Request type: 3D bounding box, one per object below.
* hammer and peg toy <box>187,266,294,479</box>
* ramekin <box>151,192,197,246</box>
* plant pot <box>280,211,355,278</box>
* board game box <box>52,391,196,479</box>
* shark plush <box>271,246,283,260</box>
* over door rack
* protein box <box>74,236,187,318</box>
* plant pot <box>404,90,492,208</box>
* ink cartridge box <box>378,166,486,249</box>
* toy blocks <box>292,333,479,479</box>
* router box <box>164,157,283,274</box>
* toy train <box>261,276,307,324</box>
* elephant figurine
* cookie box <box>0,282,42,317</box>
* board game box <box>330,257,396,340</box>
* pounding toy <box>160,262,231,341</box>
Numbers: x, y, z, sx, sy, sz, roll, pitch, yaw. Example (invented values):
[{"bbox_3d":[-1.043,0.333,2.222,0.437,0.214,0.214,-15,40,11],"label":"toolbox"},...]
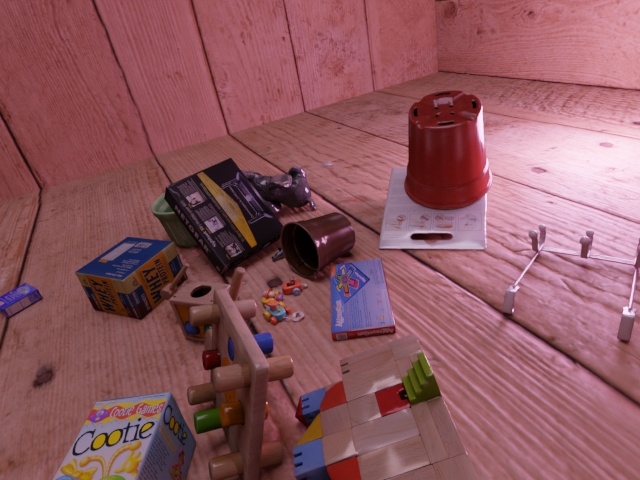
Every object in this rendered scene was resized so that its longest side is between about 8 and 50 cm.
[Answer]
[{"bbox_3d":[-0.177,0.223,0.818,0.128,0.265,0.361,-4,25,-27],"label":"hammer and peg toy"},{"bbox_3d":[-0.430,-0.108,1.582,0.304,0.148,0.303,-13,29,7],"label":"ramekin"},{"bbox_3d":[0.000,0.000,1.260,0.165,0.166,0.167,-26,32,-36],"label":"plant pot"},{"bbox_3d":[-0.316,0.397,0.681,0.142,0.144,0.275,-8,29,6],"label":"board game box"},{"bbox_3d":[-0.072,0.021,1.349,0.162,0.073,0.067,-15,60,-18],"label":"shark plush"},{"bbox_3d":[0.582,0.060,0.990,0.240,0.108,0.324,11,36,35],"label":"over door rack"},{"bbox_3d":[-0.545,0.102,1.287,0.200,0.135,0.201,5,33,26],"label":"protein box"},{"bbox_3d":[0.376,-0.283,1.325,0.273,0.265,0.272,-10,44,9],"label":"plant pot"},{"bbox_3d":[0.363,-0.092,1.397,0.309,0.091,0.384,0,48,19],"label":"ink cartridge box"},{"bbox_3d":[0.078,0.316,0.687,0.261,0.190,0.381,-22,28,5],"label":"toy blocks"},{"bbox_3d":[-0.297,-0.083,1.386,0.243,0.308,0.081,-33,-8,-33],"label":"router box"},{"bbox_3d":[-0.095,0.146,1.141,0.125,0.046,0.166,-12,29,0],"label":"toy train"},{"bbox_3d":[-0.166,-0.182,1.596,0.240,0.169,0.186,-9,7,-39],"label":"elephant figurine"},{"bbox_3d":[-0.950,0.186,1.381,0.092,0.040,0.107,12,36,35],"label":"cookie box"},{"bbox_3d":[0.098,0.138,1.106,0.145,0.027,0.281,-7,30,5],"label":"board game box"},{"bbox_3d":[-0.318,0.153,1.070,0.206,0.180,0.094,3,33,24],"label":"pounding toy"}]
